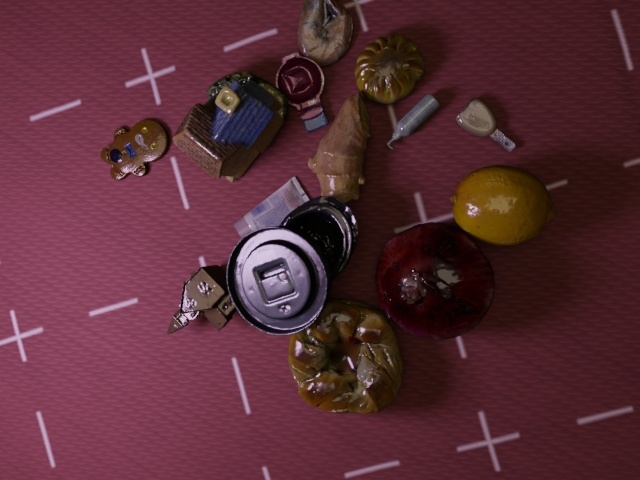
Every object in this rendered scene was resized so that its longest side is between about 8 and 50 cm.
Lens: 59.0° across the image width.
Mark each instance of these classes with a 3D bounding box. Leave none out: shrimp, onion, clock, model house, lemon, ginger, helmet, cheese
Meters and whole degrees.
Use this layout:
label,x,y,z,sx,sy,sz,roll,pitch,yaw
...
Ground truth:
label,x,y,z,sx,sy,sz,roll,pitch,yaw
shrimp,0.024,-0.695,1.733,0.168,0.077,0.317,11,97,-2
onion,0.307,0.117,1.600,0.348,0.285,0.347,1,93,28
clock,-0.119,0.114,1.635,0.319,0.066,0.318,3,98,21
model house,-0.374,0.218,1.749,0.248,0.181,0.176,-45,85,6
lemon,0.508,-0.098,1.594,0.263,0.236,0.236,32,96,-6
model house,-0.285,-0.356,1.666,0.261,0.266,0.321,40,105,3
ginger,0.074,-0.278,1.708,0.190,0.126,0.353,20,91,18
helmet,0.000,0.000,1.699,0.231,0.160,0.278,38,100,11
cheese,-0.051,-0.459,1.749,0.155,0.062,0.244,-22,95,11
cheese,0.500,-0.335,1.684,0.192,0.037,0.097,43,97,6

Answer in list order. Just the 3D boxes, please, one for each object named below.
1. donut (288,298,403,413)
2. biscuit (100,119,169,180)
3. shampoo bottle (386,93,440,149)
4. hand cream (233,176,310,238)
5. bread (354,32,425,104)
label,x,y,z,sx,sy,sz,roll,pitch,yaw
donut,0.079,0.352,1.697,0.361,0.170,0.360,0,92,10
biscuit,-0.603,-0.299,1.845,0.236,0.039,0.179,-32,86,6
shampoo bottle,0.272,-0.357,1.707,0.195,0.056,0.056,-43,85,7
hand cream,-0.150,-0.086,1.772,0.248,0.083,0.133,-30,88,-3
bread,0.202,-0.517,1.692,0.214,0.105,0.213,0,90,11
